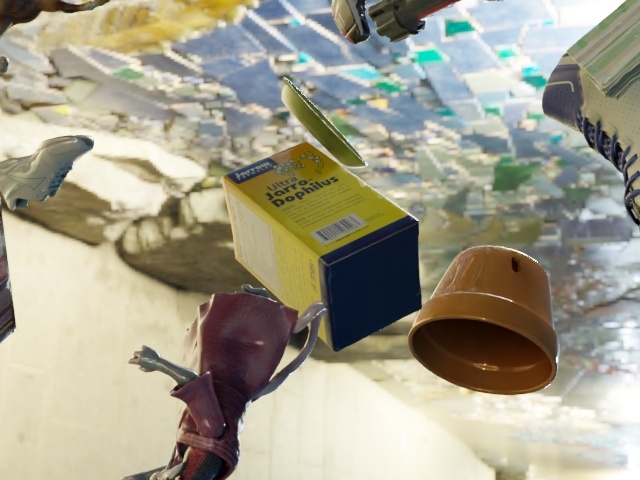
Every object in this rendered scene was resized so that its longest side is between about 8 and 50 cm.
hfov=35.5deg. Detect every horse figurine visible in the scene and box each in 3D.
[{"bbox_3d":[-0.307,-0.295,0.971,0.066,0.174,0.263,-19,91,-62],"label":"horse figurine"}]

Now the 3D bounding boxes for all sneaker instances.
[{"bbox_3d":[0.381,-0.100,1.163,0.182,0.315,0.127,-55,146,-14],"label":"sneaker"},{"bbox_3d":[0.058,-0.435,1.743,0.072,0.077,0.178,-18,-90,68],"label":"sneaker"},{"bbox_3d":[-0.313,-0.080,1.156,0.054,0.152,0.061,-6,78,-58],"label":"sneaker"}]

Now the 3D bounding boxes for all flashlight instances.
[{"bbox_3d":[0.230,-0.431,1.768,0.103,0.304,0.103,-29,98,-41],"label":"flashlight"}]

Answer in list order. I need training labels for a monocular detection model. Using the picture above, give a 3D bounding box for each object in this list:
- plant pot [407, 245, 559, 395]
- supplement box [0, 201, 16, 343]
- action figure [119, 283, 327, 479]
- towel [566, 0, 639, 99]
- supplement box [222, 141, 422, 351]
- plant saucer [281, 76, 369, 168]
[{"bbox_3d":[0.336,0.147,1.979,0.291,0.291,0.203,68,34,-50],"label":"plant pot"},{"bbox_3d":[-0.535,0.061,1.516,0.130,0.073,0.239,-58,153,-61],"label":"supplement box"},{"bbox_3d":[-0.150,0.258,1.483,0.370,0.276,0.248,-84,-176,-49],"label":"action figure"},{"bbox_3d":[0.338,-0.218,1.102,0.023,0.113,0.152,44,17,-21],"label":"towel"},{"bbox_3d":[0.000,0.000,1.803,0.356,0.195,0.194,40,-35,44],"label":"supplement box"},{"bbox_3d":[0.000,-0.221,1.961,0.241,0.037,0.241,46,7,-7],"label":"plant saucer"}]
